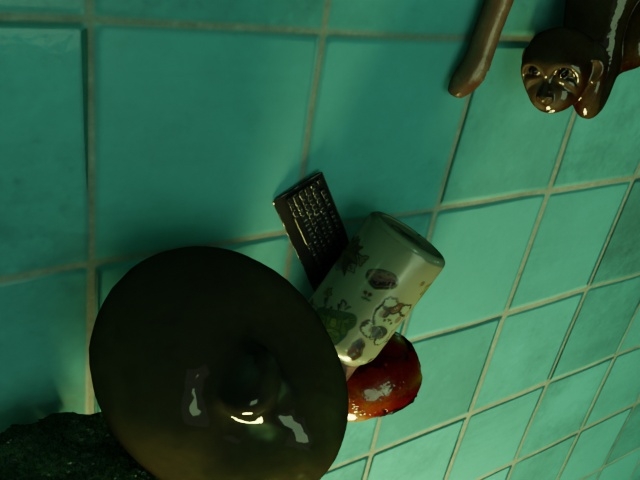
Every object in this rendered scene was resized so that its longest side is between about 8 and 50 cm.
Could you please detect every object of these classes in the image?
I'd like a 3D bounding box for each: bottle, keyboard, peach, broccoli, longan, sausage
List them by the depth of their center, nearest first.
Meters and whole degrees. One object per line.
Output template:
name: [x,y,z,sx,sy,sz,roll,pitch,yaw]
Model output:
longan: [-0.102,0.141,0.702,0.243,0.300,0.300,-61,139,-20]
broccoli: [-0.285,0.328,0.737,0.270,0.269,0.270,-25,161,-22]
sausage: [0.207,-0.265,0.823,0.043,0.043,0.186,-2,120,-37]
keyboard: [0.001,0.001,0.865,0.074,0.015,0.196,-34,134,-13]
bottle: [0.046,0.093,0.869,0.120,0.120,0.253,21,108,-44]
peach: [0.068,0.189,0.967,0.172,0.127,0.092,-16,123,-26]

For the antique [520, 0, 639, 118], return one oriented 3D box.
antique: [0.358,-0.276,0.876,0.256,0.121,0.143,-49,133,0]
